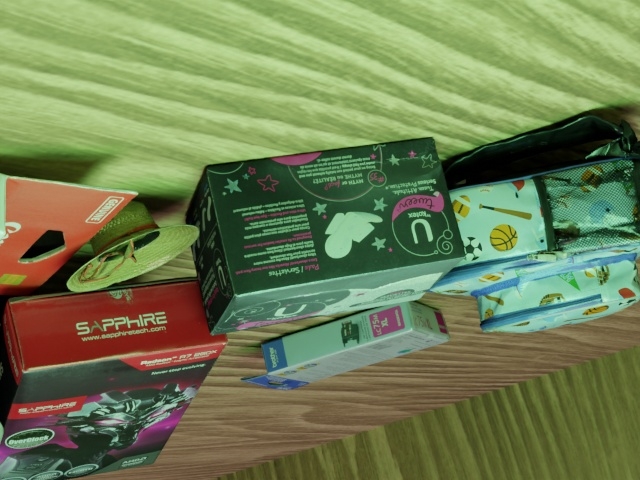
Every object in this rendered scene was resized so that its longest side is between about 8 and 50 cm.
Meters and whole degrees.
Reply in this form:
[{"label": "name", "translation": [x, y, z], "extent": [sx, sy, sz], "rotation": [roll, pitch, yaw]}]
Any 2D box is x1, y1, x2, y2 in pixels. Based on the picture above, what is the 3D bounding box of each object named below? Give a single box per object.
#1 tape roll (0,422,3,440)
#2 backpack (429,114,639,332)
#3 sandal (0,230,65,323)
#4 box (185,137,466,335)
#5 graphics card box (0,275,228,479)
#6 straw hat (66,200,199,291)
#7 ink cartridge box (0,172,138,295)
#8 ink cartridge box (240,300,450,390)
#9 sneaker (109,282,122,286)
[{"label": "tape roll", "translation": [-0.534, 0.178, 1.405], "extent": [0.392, 0.072, 0.392], "rotation": [12, 156, 5]}, {"label": "backpack", "translation": [0.238, 0.000, 1.503], "extent": [0.263, 0.213, 0.276], "rotation": [-4, 168, 5]}, {"label": "sandal", "translation": [-0.344, 0.051, 1.452], "extent": [0.097, 0.054, 0.254], "rotation": [-4, 162, -29]}, {"label": "box", "translation": [0.000, 0.000, 1.394], "extent": [0.247, 0.142, 0.163], "rotation": [-8, 163, -16]}, {"label": "graphics card box", "translation": [-0.270, 0.175, 1.547], "extent": [0.233, 0.094, 0.371], "rotation": [-7, 154, -26]}, {"label": "straw hat", "translation": [-0.201, -0.007, 1.351], "extent": [0.144, 0.061, 0.144], "rotation": [-24, 166, -7]}, {"label": "ink cartridge box", "translation": [-0.346, 0.018, 1.240], "extent": [0.261, 0.066, 0.296], "rotation": [9, 154, -30]}, {"label": "ink cartridge box", "translation": [0.037, 0.175, 2.185], "extent": [0.311, 0.065, 0.186], "rotation": [-21, 163, 19]}, {"label": "sneaker", "translation": [-0.277, 0.131, 1.710], "extent": [0.152, 0.114, 0.305], "rotation": [-15, 155, 11]}]
